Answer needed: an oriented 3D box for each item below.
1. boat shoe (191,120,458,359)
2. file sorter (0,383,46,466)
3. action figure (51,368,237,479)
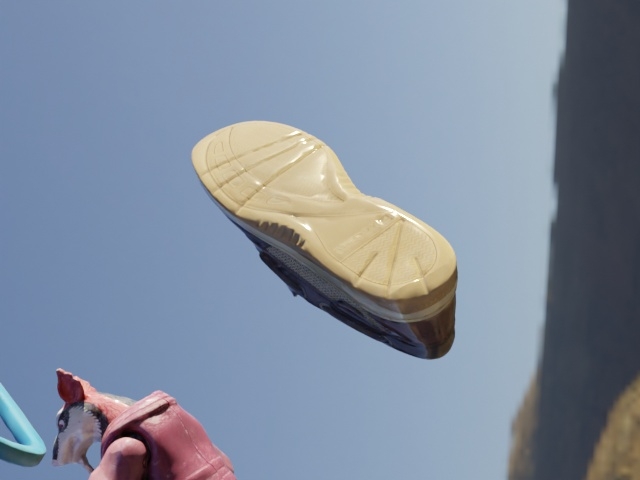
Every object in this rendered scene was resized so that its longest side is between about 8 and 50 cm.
[{"bbox_3d":[0.000,0.000,1.290,0.103,0.285,0.092,-32,-47,-25],"label":"boat shoe"},{"bbox_3d":[-0.152,0.077,0.361,0.170,0.104,0.118,-58,27,-1],"label":"file sorter"},{"bbox_3d":[-0.111,0.248,1.539,0.370,0.276,0.248,50,-150,5],"label":"action figure"}]
